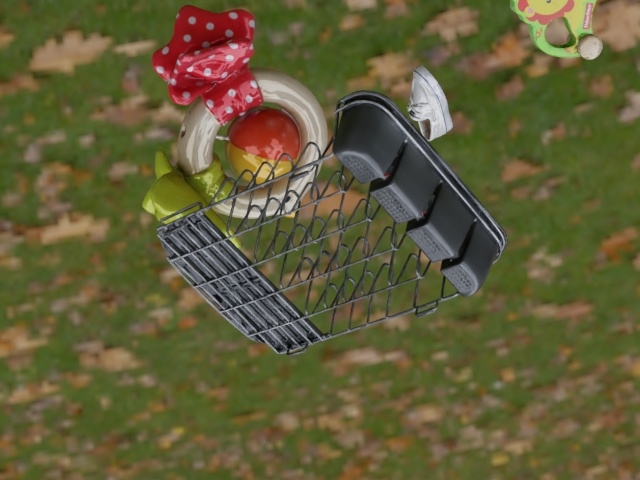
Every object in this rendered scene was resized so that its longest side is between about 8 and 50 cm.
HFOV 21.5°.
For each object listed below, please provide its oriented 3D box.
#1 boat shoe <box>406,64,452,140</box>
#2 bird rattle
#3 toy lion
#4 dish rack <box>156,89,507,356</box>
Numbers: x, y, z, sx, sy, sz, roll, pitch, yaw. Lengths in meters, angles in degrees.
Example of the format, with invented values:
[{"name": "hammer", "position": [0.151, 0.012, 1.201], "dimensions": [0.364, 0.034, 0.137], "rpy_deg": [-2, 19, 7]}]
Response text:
[{"name": "boat shoe", "position": [0.104, -0.134, 1.679], "dimensions": [0.035, 0.035, 0.100], "rpy_deg": [-38, 147, -9]}, {"name": "bird rattle", "position": [-0.091, -0.114, 1.771], "dimensions": [0.207, 0.253, 0.143], "rpy_deg": [7, -171, -30]}, {"name": "toy lion", "position": [0.216, -0.219, 1.555], "dimensions": [0.096, 0.100, 0.034], "rpy_deg": [0, -161, -17]}, {"name": "dish rack", "position": [0.000, 0.000, 1.485], "dimensions": [0.271, 0.074, 0.208], "rpy_deg": [-22, 123, 36]}]
